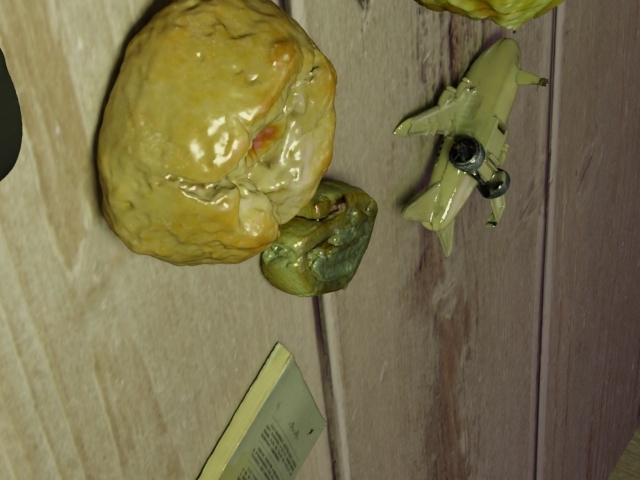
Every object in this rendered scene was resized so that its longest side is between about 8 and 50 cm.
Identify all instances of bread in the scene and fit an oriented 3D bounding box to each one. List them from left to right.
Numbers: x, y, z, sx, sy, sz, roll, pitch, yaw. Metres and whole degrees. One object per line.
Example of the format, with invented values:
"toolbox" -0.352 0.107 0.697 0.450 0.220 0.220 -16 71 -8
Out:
"bread" -0.072 -0.084 1.319 0.244 0.134 0.244 -42 144 -40
"bread" 0.000 0.000 1.626 0.156 0.064 0.117 -19 125 -62

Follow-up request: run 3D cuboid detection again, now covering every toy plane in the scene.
"toy plane" 0.173 -0.116 1.864 0.256 0.104 0.242 -59 140 -5

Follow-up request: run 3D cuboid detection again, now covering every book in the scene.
"book" -0.085 0.272 1.722 0.289 0.026 0.201 -59 155 -21

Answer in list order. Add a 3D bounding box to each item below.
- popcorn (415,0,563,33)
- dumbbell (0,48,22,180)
"popcorn" 0.156 -0.328 1.443 0.247 0.282 0.282 -31 -174 42
"dumbbell" -0.282 -0.042 0.883 0.218 0.152 0.152 -46 148 -41
